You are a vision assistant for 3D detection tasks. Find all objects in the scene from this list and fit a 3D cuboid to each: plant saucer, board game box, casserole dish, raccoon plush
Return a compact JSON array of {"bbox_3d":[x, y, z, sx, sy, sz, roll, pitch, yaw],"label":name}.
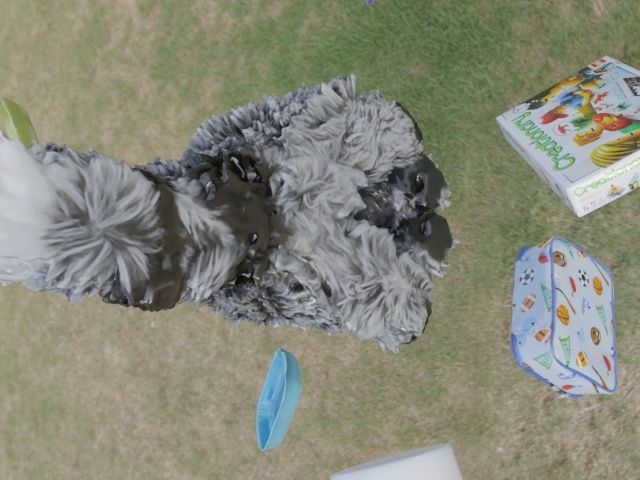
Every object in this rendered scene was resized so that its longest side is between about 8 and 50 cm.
[{"bbox_3d":[-0.559,-0.159,1.227,0.241,0.037,0.240,41,141,45],"label":"plant saucer"},{"bbox_3d":[0.383,-0.158,0.895,0.193,0.053,0.305,-30,24,12],"label":"board game box"},{"bbox_3d":[-0.070,0.270,1.084,0.114,0.037,0.188,-108,32,-56],"label":"casserole dish"},{"bbox_3d":[-0.103,-0.023,0.563,0.299,0.447,0.216,-12,68,49],"label":"raccoon plush"}]

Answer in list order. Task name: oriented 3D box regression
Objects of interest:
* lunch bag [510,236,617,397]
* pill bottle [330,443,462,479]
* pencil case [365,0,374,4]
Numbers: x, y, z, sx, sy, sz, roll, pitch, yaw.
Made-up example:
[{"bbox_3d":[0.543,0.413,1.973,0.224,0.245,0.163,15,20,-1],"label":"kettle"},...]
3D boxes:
[{"bbox_3d":[0.496,0.161,1.283,0.115,0.243,0.303,-25,43,49],"label":"lunch bag"},{"bbox_3d":[0.151,0.507,0.899,0.224,0.224,0.392,-25,71,32],"label":"pill bottle"},{"bbox_3d":[0.114,-0.500,1.141,0.151,0.064,0.070,-51,15,0],"label":"pencil case"}]
